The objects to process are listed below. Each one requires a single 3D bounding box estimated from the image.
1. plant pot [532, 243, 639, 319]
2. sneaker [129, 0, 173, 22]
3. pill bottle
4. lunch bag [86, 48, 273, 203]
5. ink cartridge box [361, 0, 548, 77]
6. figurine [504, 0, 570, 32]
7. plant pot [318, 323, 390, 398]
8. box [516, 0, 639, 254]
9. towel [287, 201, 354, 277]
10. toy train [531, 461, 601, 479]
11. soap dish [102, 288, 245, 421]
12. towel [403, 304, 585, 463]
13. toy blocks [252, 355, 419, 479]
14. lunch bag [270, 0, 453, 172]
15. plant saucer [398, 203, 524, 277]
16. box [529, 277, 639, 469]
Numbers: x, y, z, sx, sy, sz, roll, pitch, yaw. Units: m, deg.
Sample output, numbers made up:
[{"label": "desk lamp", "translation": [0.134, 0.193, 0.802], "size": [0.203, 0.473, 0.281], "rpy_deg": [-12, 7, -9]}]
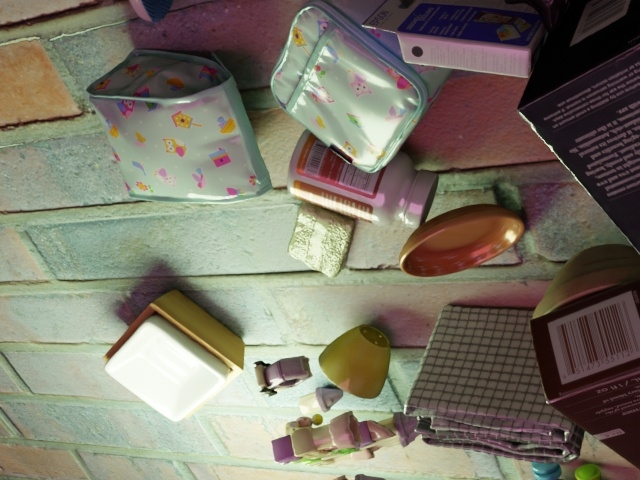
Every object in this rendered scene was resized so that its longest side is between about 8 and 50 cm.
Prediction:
[{"label": "plant pot", "translation": [0.428, 0.082, 1.436], "size": [0.237, 0.110, 0.237], "rpy_deg": [-2, 144, -1]}, {"label": "sneaker", "translation": [-0.289, -0.427, 1.415], "size": [0.092, 0.087, 0.229], "rpy_deg": [-1, 123, 39]}, {"label": "pill bottle", "translation": [0.067, -0.093, 1.495], "size": [0.216, 0.121, 0.121], "rpy_deg": [20, 137, 12]}, {"label": "lunch bag", "translation": [-0.208, -0.177, 1.546], "size": [0.262, 0.160, 0.223], "rpy_deg": [8, 133, 31]}, {"label": "ink cartridge box", "translation": [0.181, -0.271, 1.198], "size": [0.208, 0.206, 0.045], "rpy_deg": [14, 127, 19]}, {"label": "figurine", "translation": [0.228, -0.374, 1.090], "size": [0.214, 0.092, 0.209], "rpy_deg": [29, 107, 3]}, {"label": "plant pot", "translation": [0.077, 0.213, 1.790], "size": [0.134, 0.134, 0.095], "rpy_deg": [31, 112, 0]}, {"label": "box", "translation": [0.411, -0.160, 1.108], "size": [0.294, 0.296, 0.182], "rpy_deg": [46, 136, -18]}, {"label": "towel", "translation": [0.000, 0.000, 1.691], "size": [0.110, 0.027, 0.148], "rpy_deg": [24, 137, 6]}, {"label": "toy train", "translation": [0.517, 0.482, 1.813], "size": [0.248, 0.105, 0.143], "rpy_deg": [-2, 116, 31]}, {"label": "soap dish", "translation": [-0.303, 0.241, 2.025], "size": [0.229, 0.118, 0.291], "rpy_deg": [38, 137, -8]}, {"label": "towel", "translation": [0.303, 0.238, 1.595], "size": [0.283, 0.235, 0.121], "rpy_deg": [1, 136, 29]}, {"label": "toy blocks", "translation": [0.067, 0.356, 1.834], "size": [0.260, 0.309, 0.288], "rpy_deg": [-20, 159, 15]}, {"label": "lunch bag", "translation": [0.044, -0.225, 1.339], "size": [0.224, 0.108, 0.279], "rpy_deg": [37, 154, 0]}, {"label": "plant saucer", "translation": [0.213, -0.003, 1.489], "size": [0.199, 0.037, 0.200], "rpy_deg": [-13, 156, -6]}, {"label": "box", "translation": [0.479, 0.211, 1.412], "size": [0.191, 0.143, 0.381], "rpy_deg": [-26, 141, 28]}]
